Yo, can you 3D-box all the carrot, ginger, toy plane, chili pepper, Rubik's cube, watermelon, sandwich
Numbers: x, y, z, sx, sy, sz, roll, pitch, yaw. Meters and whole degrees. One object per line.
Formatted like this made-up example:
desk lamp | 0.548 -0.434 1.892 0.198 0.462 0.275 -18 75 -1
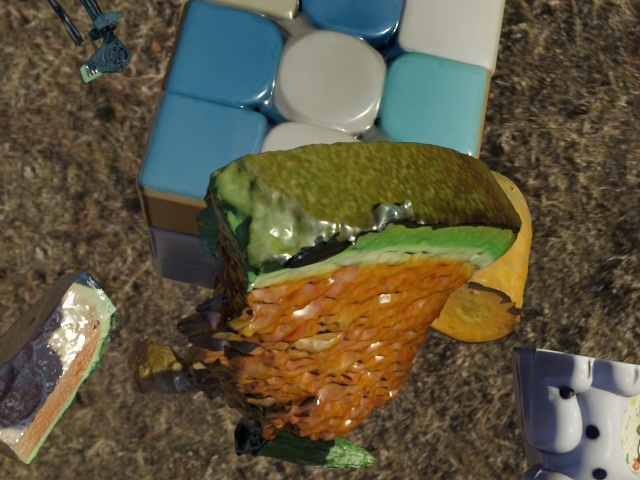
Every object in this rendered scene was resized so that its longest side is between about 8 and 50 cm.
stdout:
carrot | 0.290 0.022 1.626 0.224 0.341 0.224 7 136 6
ginger | -0.200 0.183 1.280 0.290 0.084 0.122 -3 58 39
toy plane | -0.436 -0.468 1.490 0.382 0.155 0.106 61 163 -11
chili pepper | -0.006 0.286 1.178 0.088 0.226 0.059 -12 63 50
Rubik's cube | -0.006 -0.118 1.040 0.346 0.344 0.347 12 70 -4
watermelon | -0.394 0.195 1.206 0.148 0.226 0.318 42 100 -16
sandwich | -0.006 0.033 0.666 0.162 0.250 0.301 57 139 33

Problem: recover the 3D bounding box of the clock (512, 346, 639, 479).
clock | 0.261 0.235 0.810 0.188 0.189 0.254 1 77 30
